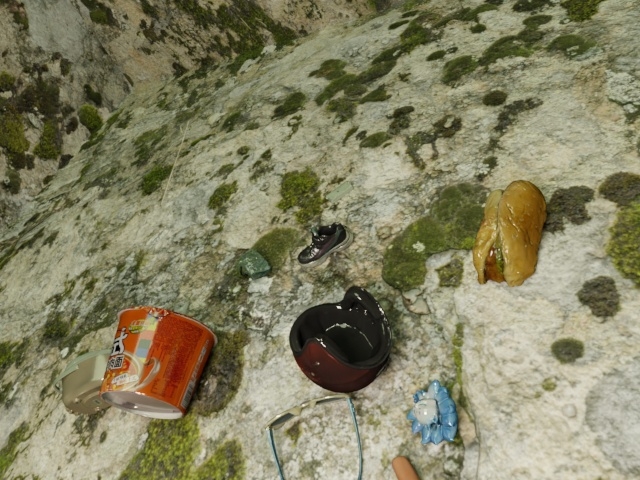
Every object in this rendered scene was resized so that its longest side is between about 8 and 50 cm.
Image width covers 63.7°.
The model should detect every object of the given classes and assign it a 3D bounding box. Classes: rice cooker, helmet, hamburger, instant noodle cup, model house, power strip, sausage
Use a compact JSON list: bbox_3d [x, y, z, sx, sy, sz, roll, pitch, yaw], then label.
[{"bbox_3d":[-0.574,0.362,1.326,0.206,0.145,0.127,-31,48,4],"label":"rice cooker"},{"bbox_3d":[0.042,0.209,1.052,0.215,0.193,0.189,14,43,31],"label":"helmet"},{"bbox_3d":[0.417,-0.034,1.130,0.124,0.131,0.262,2,53,34],"label":"hamburger"},{"bbox_3d":[-0.386,0.295,1.213,0.250,0.250,0.192,-9,51,25],"label":"instant noodle cup"},{"bbox_3d":[-0.189,0.079,1.462,0.078,0.066,0.083,-31,55,-17],"label":"model house"},{"bbox_3d":[0.058,-0.147,1.572,0.090,0.016,0.040,-37,38,-10],"label":"power strip"},{"bbox_3d":[0.152,0.411,0.890,0.034,0.034,0.083,-31,37,-1],"label":"sausage"}]

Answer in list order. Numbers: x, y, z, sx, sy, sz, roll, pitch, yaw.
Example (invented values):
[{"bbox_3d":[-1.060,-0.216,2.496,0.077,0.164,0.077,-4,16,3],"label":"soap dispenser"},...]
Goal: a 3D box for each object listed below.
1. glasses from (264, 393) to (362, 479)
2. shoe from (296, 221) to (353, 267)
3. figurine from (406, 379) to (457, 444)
[{"bbox_3d":[-0.013,0.395,0.970,0.189,0.088,0.221,-24,39,8],"label":"glasses"},{"bbox_3d":[0.000,0.000,1.383,0.169,0.099,0.071,-30,41,2],"label":"shoe"},{"bbox_3d":[0.205,0.317,0.921,0.114,0.079,0.114,-37,37,35],"label":"figurine"}]
